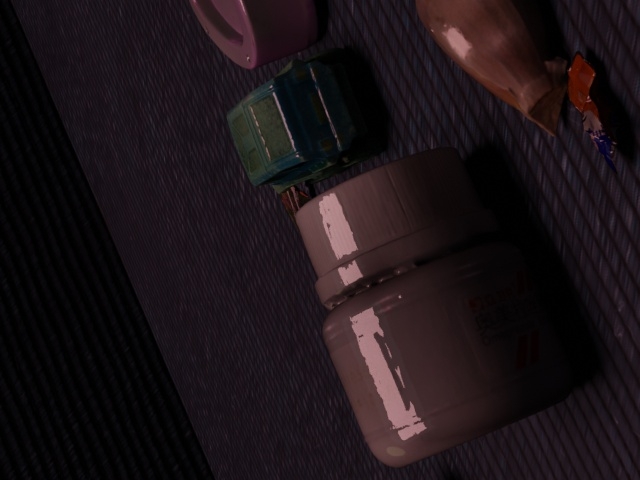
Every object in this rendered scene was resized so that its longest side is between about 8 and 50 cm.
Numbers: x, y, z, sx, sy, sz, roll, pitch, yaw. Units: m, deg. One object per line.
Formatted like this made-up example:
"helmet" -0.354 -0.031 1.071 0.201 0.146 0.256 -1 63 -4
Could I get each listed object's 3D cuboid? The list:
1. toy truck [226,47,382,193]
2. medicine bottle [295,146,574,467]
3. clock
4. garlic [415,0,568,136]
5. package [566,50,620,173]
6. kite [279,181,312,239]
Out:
"toy truck" -0.031 -0.153 2.037 0.155 0.156 0.279 70 161 1
"medicine bottle" 0.119 0.073 1.691 0.306 0.245 0.245 67 162 7
"clock" -0.122 -0.397 2.063 0.338 0.102 0.338 59 166 24
"garlic" 0.150 -0.234 1.546 0.266 0.129 0.148 -114 27 -48
"package" 0.258 -0.119 1.428 0.077 0.033 0.110 55 -164 -54
"kite" 0.000 0.000 2.340 0.321 0.016 0.234 39 145 58
